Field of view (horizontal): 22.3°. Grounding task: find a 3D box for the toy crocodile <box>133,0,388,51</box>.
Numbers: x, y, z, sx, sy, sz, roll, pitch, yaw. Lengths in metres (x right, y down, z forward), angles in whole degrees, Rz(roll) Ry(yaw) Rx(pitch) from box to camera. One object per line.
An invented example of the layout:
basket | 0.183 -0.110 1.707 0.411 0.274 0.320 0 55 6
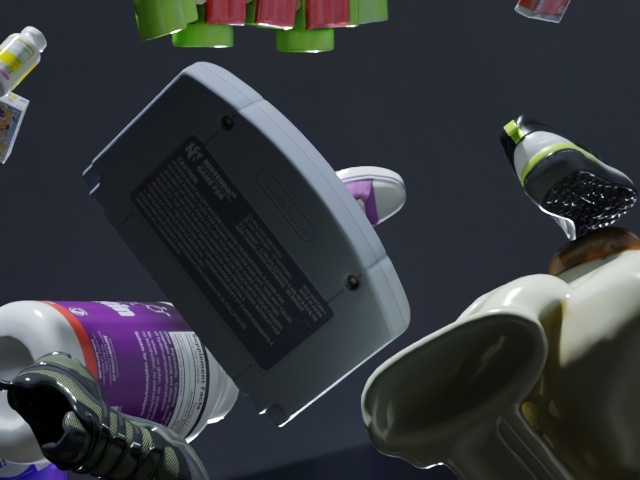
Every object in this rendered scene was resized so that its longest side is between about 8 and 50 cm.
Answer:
toy crocodile | -0.056 -0.257 1.726 0.105 0.341 0.115 14 105 51

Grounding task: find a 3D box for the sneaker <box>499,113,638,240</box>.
sneaker | 0.241 -0.070 1.594 0.097 0.084 0.235 54 -170 26

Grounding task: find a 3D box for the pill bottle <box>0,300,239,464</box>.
pill bottle | -0.244 0.160 1.891 0.323 0.181 0.181 3 -112 -53

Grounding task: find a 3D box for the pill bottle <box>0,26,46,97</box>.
pill bottle | -0.337 -0.197 1.779 0.083 0.043 0.043 -53 -34 -33

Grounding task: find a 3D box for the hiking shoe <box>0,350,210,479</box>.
hiking shoe | -0.206 0.198 1.512 0.227 0.086 0.114 35 -161 13

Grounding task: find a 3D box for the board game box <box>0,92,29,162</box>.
board game box | -0.482 -0.180 2.201 0.103 0.154 0.026 -61 6 41

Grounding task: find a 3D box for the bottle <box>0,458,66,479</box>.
bottle | -0.437 0.336 2.383 0.282 0.118 0.092 63 -153 -2

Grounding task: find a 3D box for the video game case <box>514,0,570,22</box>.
video game case | 0.326 -0.399 1.966 0.285 0.025 0.204 -65 -14 13

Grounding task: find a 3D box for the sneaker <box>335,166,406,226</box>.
sneaker | 0.000 0.001 2.254 0.161 0.282 0.102 -113 5 -49

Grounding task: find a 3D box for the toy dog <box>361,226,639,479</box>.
toy dog | 0.252 0.108 1.426 0.284 0.395 0.408 41 -168 7

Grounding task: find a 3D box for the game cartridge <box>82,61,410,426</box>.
game cartridge | -0.061 -0.001 1.423 0.294 0.196 0.060 52 -144 3
